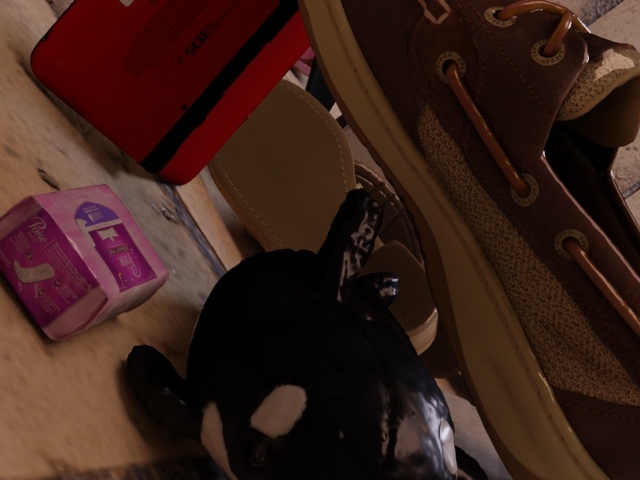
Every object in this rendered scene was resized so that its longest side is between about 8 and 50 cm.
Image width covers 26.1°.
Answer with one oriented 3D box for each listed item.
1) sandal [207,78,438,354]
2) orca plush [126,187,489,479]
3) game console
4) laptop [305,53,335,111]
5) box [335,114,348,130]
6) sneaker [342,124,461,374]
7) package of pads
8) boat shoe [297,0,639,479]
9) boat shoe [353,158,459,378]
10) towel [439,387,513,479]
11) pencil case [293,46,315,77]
[{"bbox_3d":[-0.006,0.002,0.826,0.079,0.088,0.240,90,-25,-43],"label":"sandal"},{"bbox_3d":[0.018,0.032,0.571,0.151,0.102,0.287,25,11,5],"label":"orca plush"},{"bbox_3d":[-0.062,-0.109,0.708,0.124,0.144,0.085,40,1,-22],"label":"game console"},{"bbox_3d":[-0.036,-0.221,1.080,0.264,0.136,0.234,51,21,-11],"label":"laptop"},{"bbox_3d":[0.047,-0.077,1.298,0.083,0.052,0.062,59,10,25],"label":"box"},{"bbox_3d":[0.101,0.003,1.146,0.292,0.108,0.169,47,18,12],"label":"sneaker"},{"bbox_3d":[-0.089,0.007,0.519,0.050,0.032,0.083,53,11,1],"label":"package of pads"},{"bbox_3d":[0.093,-0.053,0.621,0.123,0.123,0.342,7,59,-59],"label":"boat shoe"},{"bbox_3d":[0.041,0.016,0.994,0.190,0.068,0.072,60,-5,-24],"label":"boat shoe"},{"bbox_3d":[0.090,0.138,0.623,0.187,0.049,0.282,24,10,1],"label":"towel"},{"bbox_3d":[0.010,-0.298,1.539,0.167,0.160,0.386,52,12,-18],"label":"pencil case"}]
